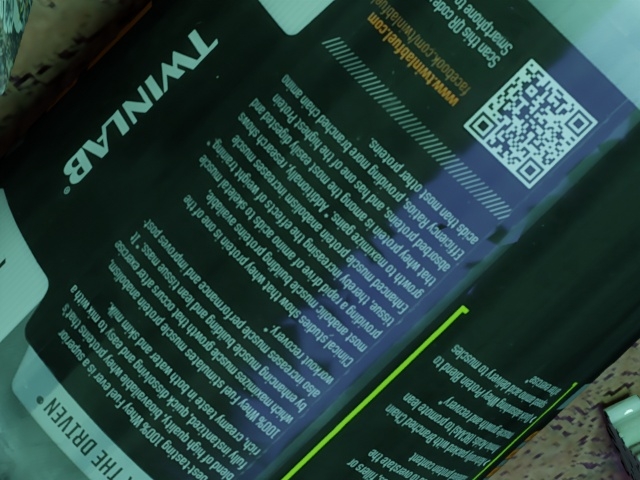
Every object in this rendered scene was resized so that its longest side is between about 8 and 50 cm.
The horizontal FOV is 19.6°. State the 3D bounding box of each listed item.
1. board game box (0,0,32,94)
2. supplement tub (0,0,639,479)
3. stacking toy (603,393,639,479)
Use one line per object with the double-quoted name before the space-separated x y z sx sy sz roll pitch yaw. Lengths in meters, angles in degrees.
"board game box" -0.192 -0.191 0.434 0.232 0.141 0.291 0 122 0
"supplement tub" 0.000 0.000 0.616 0.316 0.193 0.193 -45 123 11
"stacking toy" 0.184 0.000 0.767 0.167 0.052 0.221 -25 123 -4
